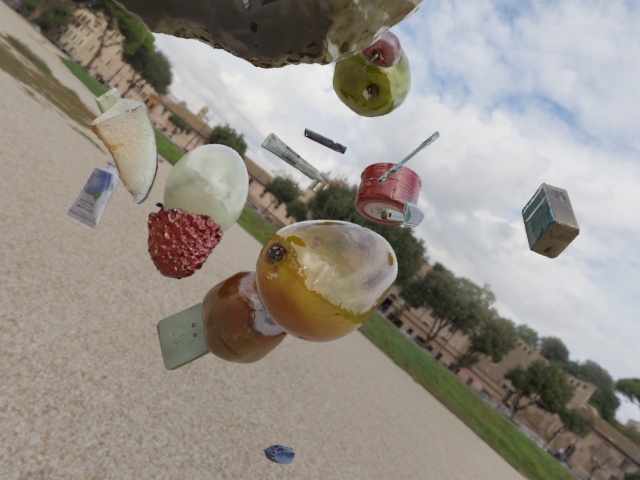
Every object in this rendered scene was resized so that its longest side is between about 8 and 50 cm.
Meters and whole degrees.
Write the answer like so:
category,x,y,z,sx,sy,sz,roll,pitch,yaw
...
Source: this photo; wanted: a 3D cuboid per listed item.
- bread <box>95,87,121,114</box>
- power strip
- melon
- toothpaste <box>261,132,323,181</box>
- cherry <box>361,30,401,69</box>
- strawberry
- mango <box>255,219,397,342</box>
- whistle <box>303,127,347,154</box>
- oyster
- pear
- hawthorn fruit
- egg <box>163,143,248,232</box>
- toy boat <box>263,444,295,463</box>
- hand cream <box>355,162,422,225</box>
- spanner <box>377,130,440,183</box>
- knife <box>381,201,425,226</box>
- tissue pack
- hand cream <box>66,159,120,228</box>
category,x,y,z,sx,sy,sz,roll,pitch,yaw
bread,-0.566,-0.342,1.297,0.028,0.068,0.154,26,-34,24
power strip,-0.484,0.355,1.710,0.064,0.213,0.198,44,23,-63
melon,-0.342,-0.159,0.852,0.054,0.098,0.182,16,-39,21
toothpaste,-0.084,-0.262,1.517,0.233,0.060,0.038,34,-9,-20
cherry,0.153,-0.500,1.198,0.106,0.087,0.126,8,51,-23
strawberry,-0.402,0.018,1.347,0.233,0.178,0.234,3,-25,2
mango,0.019,0.046,0.556,0.113,0.139,0.253,-4,-2,34
whistle,0.016,-0.357,1.676,0.176,0.033,0.033,28,-7,15
oyster,-0.083,-0.226,0.399,0.341,0.110,0.166,18,-23,-4
pear,0.164,-0.524,1.466,0.253,0.253,0.307,42,39,-22
hawthorn fruit,-0.211,0.214,1.398,0.267,0.301,0.268,28,42,-28
egg,-0.392,-0.186,1.637,0.283,0.345,0.283,12,-29,7
toy boat,-0.086,0.435,0.951,0.083,0.038,0.038,35,1,-41
hand cream,0.206,-0.138,1.422,0.193,0.125,0.193,13,-22,5
spanner,0.214,-0.199,1.108,0.017,0.302,0.071,51,-48,-2
knife,0.226,-0.069,1.213,0.027,0.061,0.343,13,5,26
tissue pack,0.605,-0.053,1.231,0.082,0.169,0.120,17,-47,-3
hand cream,-0.462,-0.102,0.965,0.084,0.142,0.053,23,-12,20
